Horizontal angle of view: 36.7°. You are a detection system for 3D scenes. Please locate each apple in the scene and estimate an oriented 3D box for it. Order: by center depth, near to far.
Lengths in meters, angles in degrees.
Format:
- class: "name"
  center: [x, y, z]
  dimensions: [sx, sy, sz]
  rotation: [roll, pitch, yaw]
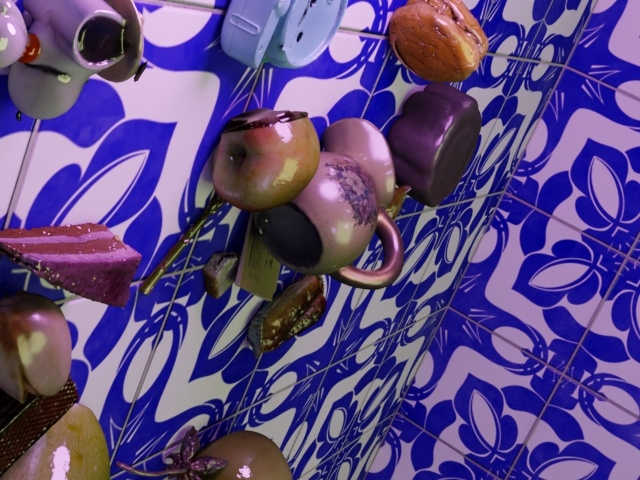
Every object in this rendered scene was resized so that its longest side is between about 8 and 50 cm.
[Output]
- class: "apple"
  center: [-0.090, -0.145, 1.713]
  dimensions: [0.207, 0.174, 0.188]
  rotation: [-50, 160, 22]
- class: "apple"
  center: [-0.202, 0.586, 2.302]
  dimensions: [0.279, 0.279, 0.279]
  rotation: [-47, 155, -29]

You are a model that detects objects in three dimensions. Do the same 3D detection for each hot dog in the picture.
- class: "hot dog"
  center: [-0.073, 0.175, 2.272]
  dimensions: [0.270, 0.082, 0.162]
  rotation: [-37, 148, -42]

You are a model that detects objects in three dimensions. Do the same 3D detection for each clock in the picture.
- class: "clock"
  center: [-0.039, -0.387, 1.593]
  dimensions: [0.274, 0.094, 0.223]
  rotation: [-9, 128, -62]

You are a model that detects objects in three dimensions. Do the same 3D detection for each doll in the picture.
- class: "doll"
  center: [-0.317, -0.238, 1.110]
  dimensions: [0.208, 0.144, 0.271]
  rotation: [-48, 163, -2]

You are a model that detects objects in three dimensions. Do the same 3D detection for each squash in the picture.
- class: "squash"
  center: [-0.473, 0.438, 1.658]
  dimensions: [0.210, 0.309, 0.233]
  rotation: [-17, 143, 9]

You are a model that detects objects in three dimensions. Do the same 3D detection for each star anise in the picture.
- class: "star anise"
  center: [-0.315, 0.469, 2.090]
  dimensions: [0.227, 0.218, 0.148]
  rotation: [96, -13, -73]

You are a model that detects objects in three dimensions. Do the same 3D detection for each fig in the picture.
- class: "fig"
  center: [0.150, -0.092, 2.343]
  dimensions: [0.155, 0.109, 0.103]
  rotation: [-38, 153, -2]

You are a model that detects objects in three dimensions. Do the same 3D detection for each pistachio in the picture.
- class: "pistachio"
  center: [-0.426, 0.157, 1.393]
  dimensions: [0.144, 0.144, 0.215]
  rotation: [-48, 154, -27]

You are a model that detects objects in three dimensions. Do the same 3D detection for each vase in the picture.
- class: "vase"
  center: [0.049, -0.047, 1.934]
  dimensions: [0.241, 0.329, 0.302]
  rotation: [-32, -172, 47]

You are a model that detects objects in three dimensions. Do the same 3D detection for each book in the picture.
- class: "book"
  center: [-0.119, 0.030, 1.993]
  dimensions: [0.192, 0.013, 0.168]
  rotation: [38, 62, -68]

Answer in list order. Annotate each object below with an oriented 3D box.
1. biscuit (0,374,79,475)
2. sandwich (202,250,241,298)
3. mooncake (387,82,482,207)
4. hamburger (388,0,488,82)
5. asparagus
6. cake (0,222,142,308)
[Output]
- class: "biscuit"
  center: [-0.494, 0.289, 1.506]
  dimensions: [0.252, 0.070, 0.106]
  rotation: [-45, 154, -30]
- class: "sandwich"
  center: [-0.188, 0.054, 1.917]
  dimensions: [0.105, 0.036, 0.093]
  rotation: [-44, 153, -36]
- class: "mooncake"
  center: [0.281, -0.243, 2.406]
  dimensions: [0.306, 0.154, 0.306]
  rotation: [-47, 157, -28]
- class: "hamburger"
  center: [0.244, -0.423, 2.021]
  dimensions: [0.108, 0.214, 0.214]
  rotation: [-54, 158, -24]
- class: "asparagus"
  center: [-0.244, 0.000, 1.744]
  dimensions: [0.248, 0.024, 0.025]
  rotation: [-52, -160, -19]
- class: "cake"
  center: [-0.364, 0.024, 1.392]
  dimensions: [0.113, 0.116, 0.295]
  rotation: [-64, 161, 0]
